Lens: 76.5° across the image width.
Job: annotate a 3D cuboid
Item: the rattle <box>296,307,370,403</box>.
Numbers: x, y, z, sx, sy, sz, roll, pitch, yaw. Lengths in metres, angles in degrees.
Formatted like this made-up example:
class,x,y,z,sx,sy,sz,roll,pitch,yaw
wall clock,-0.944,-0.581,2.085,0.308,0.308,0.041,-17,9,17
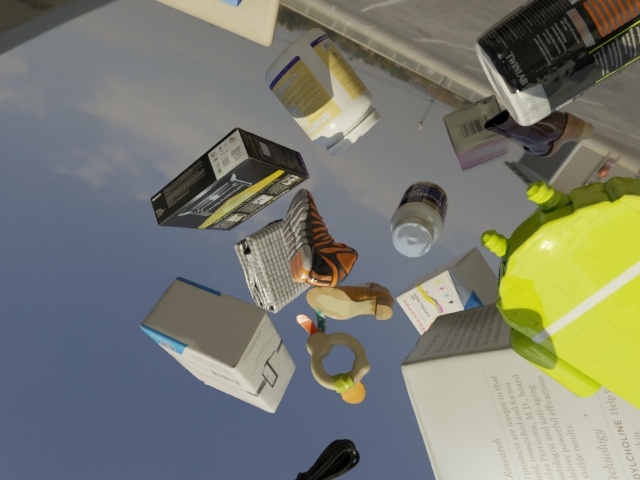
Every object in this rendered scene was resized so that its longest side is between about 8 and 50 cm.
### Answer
class,x,y,z,sx,sy,sz,roll,pitch,yaw
rattle,0.031,0.264,0.945,0.200,0.130,0.143,37,179,36

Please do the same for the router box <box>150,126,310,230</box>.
class,x,y,z,sx,sy,sz,roll,pitch,yaw
router box,-0.217,-0.130,0.998,0.243,0.309,0.081,5,-120,-60

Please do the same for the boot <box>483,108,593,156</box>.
class,x,y,z,sx,sy,sz,roll,pitch,yaw
boot,0.508,-0.276,1.010,0.207,0.090,0.248,10,-177,-1

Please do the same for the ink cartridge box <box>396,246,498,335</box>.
class,x,y,z,sx,sy,sz,roll,pitch,yaw
ink cartridge box,0.384,0.164,1.200,0.168,0.233,0.171,-26,-100,-46

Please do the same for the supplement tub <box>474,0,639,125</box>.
class,x,y,z,sx,sy,sz,roll,pitch,yaw
supplement tub,0.450,-0.359,0.690,0.193,0.316,0.193,43,-151,-32

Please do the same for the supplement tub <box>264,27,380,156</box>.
class,x,y,z,sx,sy,sz,roll,pitch,yaw
supplement tub,0.011,-0.460,1.293,0.331,0.241,0.241,49,-158,-13

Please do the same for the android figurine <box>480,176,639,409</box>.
class,x,y,z,sx,sy,sz,roll,pitch,yaw
android figurine,0.280,0.051,0.361,0.273,0.248,0.056,33,-142,5

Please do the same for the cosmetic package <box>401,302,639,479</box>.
class,x,y,z,sx,sy,sz,roll,pitch,yaw
cosmetic package,0.421,0.294,0.764,0.329,0.394,0.327,-14,-95,-61

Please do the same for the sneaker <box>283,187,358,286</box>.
class,x,y,z,sx,sy,sz,roll,pitch,yaw
sneaker,0.000,0.000,1.151,0.180,0.124,0.321,16,-131,-27

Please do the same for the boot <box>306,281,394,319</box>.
class,x,y,z,sx,sy,sz,roll,pitch,yaw
boot,0.105,0.192,1.390,0.295,0.104,0.211,11,-169,1

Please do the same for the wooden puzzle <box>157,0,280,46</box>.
class,x,y,z,sx,sy,sz,roll,pitch,yaw
wooden puzzle,-0.192,-0.425,0.491,0.322,0.348,0.080,20,-119,-5

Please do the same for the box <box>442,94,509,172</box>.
class,x,y,z,sx,sy,sz,roll,pitch,yaw
box,0.467,-0.308,1.211,0.232,0.149,0.126,9,-117,-65

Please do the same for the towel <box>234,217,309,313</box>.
class,x,y,z,sx,sy,sz,roll,pitch,yaw
towel,-0.159,0.079,1.431,0.121,0.283,0.235,-2,-157,44

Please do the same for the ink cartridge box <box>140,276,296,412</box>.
class,x,y,z,sx,sy,sz,roll,pitch,yaw
ink cartridge box,-0.132,0.156,0.581,0.148,0.203,0.086,16,-122,20

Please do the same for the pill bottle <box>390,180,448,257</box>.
class,x,y,z,sx,sy,sz,roll,pitch,yaw
pill bottle,0.131,-0.029,0.541,0.067,0.067,0.120,30,-144,5

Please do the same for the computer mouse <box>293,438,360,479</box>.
class,x,y,z,sx,sy,sz,roll,pitch,yaw
computer mouse,0.002,0.395,0.483,0.184,0.262,0.060,-14,-170,-36
